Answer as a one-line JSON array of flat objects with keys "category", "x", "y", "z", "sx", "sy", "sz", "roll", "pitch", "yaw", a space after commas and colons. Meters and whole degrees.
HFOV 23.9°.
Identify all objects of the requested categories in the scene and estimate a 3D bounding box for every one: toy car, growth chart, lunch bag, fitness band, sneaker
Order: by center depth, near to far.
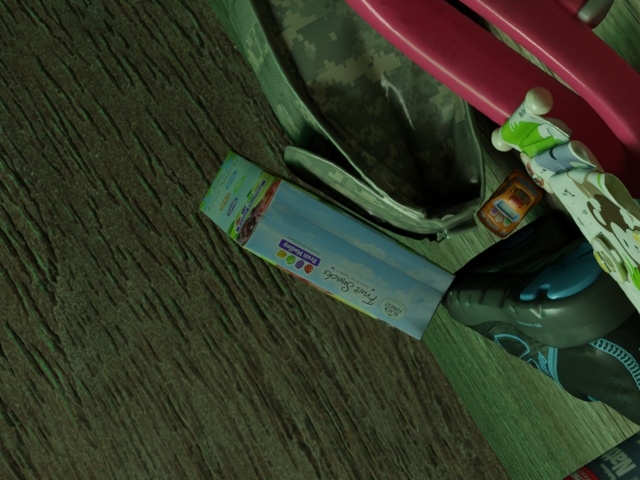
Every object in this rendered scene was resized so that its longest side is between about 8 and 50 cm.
[{"category": "growth chart", "x": 0.177, "y": 0.012, "z": 0.866, "sx": 0.237, "sy": 0.021, "sz": 0.172, "roll": 57, "pitch": 176, "yaw": 9}, {"category": "fitness band", "x": 0.097, "y": -0.133, "z": 0.896, "sx": 0.291, "sy": 0.054, "sz": 0.209, "roll": 40, "pitch": 175, "yaw": 17}, {"category": "sneaker", "x": 0.190, "y": 0.068, "z": 1.222, "sx": 0.139, "sy": 0.125, "sz": 0.341, "roll": 55, "pitch": 179, "yaw": -8}, {"category": "lunch bag", "x": 0.036, "y": -0.123, "z": 1.244, "sx": 0.235, "sy": 0.169, "sz": 0.287, "roll": 104, "pitch": 141, "yaw": -87}, {"category": "toy car", "x": 0.143, "y": -0.065, "z": 1.268, "sx": 0.122, "sy": 0.060, "sz": 0.040, "roll": 59, "pitch": 173, "yaw": 0}]

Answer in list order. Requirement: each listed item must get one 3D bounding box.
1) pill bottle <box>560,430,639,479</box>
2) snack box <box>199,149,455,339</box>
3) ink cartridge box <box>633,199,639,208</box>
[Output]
[{"category": "pill bottle", "x": 0.250, "y": 0.230, "z": 1.252, "sx": 0.108, "sy": 0.180, "sz": 0.108, "roll": 58, "pitch": 175, "yaw": 8}, {"category": "snack box", "x": 0.000, "y": 0.000, "z": 1.308, "sx": 0.174, "sy": 0.070, "sz": 0.207, "roll": 29, "pitch": -177, "yaw": -17}, {"category": "ink cartridge box", "x": 0.215, "y": -0.021, "z": 0.933, "sx": 0.048, "sy": 0.028, "sz": 0.083, "roll": 60, "pitch": 176, "yaw": -21}]
